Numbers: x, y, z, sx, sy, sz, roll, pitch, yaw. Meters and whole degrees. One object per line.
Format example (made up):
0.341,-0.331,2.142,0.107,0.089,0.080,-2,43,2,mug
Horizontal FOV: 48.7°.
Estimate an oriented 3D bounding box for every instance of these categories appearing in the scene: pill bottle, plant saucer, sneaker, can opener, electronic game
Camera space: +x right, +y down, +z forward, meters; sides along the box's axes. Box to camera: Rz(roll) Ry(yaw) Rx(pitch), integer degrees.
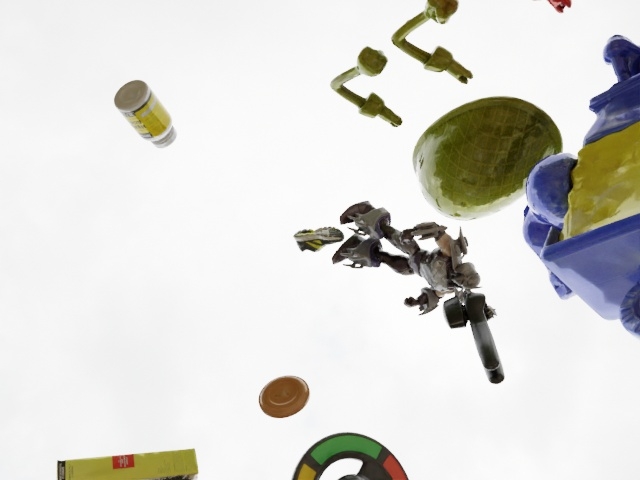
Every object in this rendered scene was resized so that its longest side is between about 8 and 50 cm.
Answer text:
-0.287,-0.207,1.182,0.065,0.116,0.065,-10,-123,16,pill bottle
-0.058,0.243,1.112,0.083,0.083,0.013,-14,-56,1,plant saucer
0.000,0.000,1.086,0.083,0.031,0.035,0,-57,25,sneaker
0.227,0.137,1.002,0.073,0.186,0.059,-30,-61,11,can opener
0.055,0.429,1.158,0.229,0.048,0.229,13,-123,-21,electronic game

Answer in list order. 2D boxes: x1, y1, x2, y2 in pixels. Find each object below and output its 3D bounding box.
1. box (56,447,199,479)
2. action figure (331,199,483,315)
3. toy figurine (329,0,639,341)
-0.332,0.413,1.219,0.232,0.058,0.087,1,-53,-19,box
0.152,0.032,1.194,0.285,0.099,0.185,24,-53,39,action figure
0.146,-0.044,0.390,0.191,0.362,0.217,33,-126,-28,toy figurine
